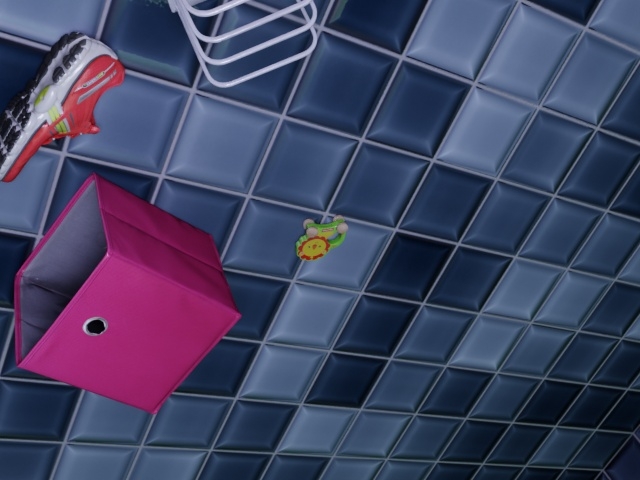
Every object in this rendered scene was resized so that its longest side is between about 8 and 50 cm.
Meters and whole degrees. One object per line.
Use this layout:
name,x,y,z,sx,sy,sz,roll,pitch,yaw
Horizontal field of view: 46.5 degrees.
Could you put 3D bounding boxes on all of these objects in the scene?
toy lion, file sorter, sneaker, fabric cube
toy lion,0.000,0.000,1.474,0.100,0.034,0.096,-8,133,-17
file sorter,-0.112,-0.360,0.995,0.193,0.173,0.277,-23,166,-5
sneaker,-0.401,-0.182,1.141,0.279,0.107,0.118,-45,137,15
fabric cube,-0.333,0.093,1.260,0.258,0.259,0.254,32,107,-36
